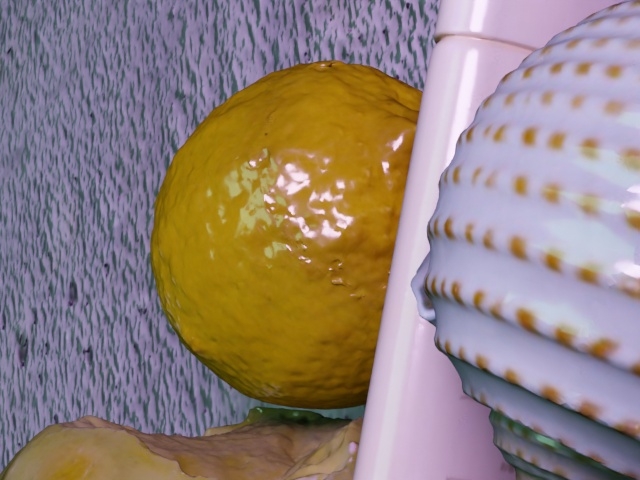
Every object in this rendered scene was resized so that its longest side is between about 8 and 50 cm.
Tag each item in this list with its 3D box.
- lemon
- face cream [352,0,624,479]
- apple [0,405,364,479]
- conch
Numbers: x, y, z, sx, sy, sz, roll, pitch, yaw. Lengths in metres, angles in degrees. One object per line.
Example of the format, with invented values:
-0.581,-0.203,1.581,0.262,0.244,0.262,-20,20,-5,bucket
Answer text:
0.000,0.000,1.112,0.231,0.192,0.192,-41,46,47,lemon
0.098,0.001,0.976,0.081,0.173,0.348,6,84,38,face cream
-0.066,0.206,1.102,0.279,0.279,0.279,-29,55,52,apple
0.190,-0.017,0.776,0.319,0.215,0.303,-35,0,-2,conch
